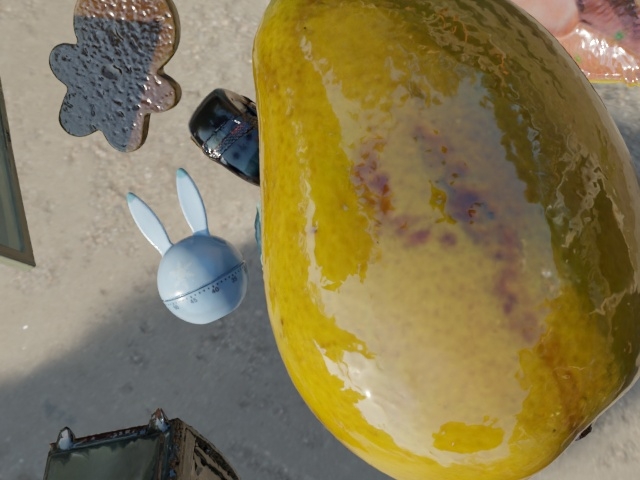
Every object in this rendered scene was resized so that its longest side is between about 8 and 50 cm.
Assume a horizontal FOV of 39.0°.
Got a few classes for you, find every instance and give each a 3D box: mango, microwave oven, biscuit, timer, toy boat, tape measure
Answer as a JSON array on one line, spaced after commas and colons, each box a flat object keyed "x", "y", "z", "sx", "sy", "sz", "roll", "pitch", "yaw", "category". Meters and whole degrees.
[{"x": 0.079, "y": -0.019, "z": 0.615, "sx": 0.264, "sy": 0.221, "sz": 0.378, "roll": -20, "pitch": 82, "yaw": 1, "category": "mango"}, {"x": -0.185, "y": 0.330, "z": 0.936, "sx": 0.188, "sy": 0.247, "sz": 0.178, "roll": -14, "pitch": 138, "yaw": 17, "category": "microwave oven"}, {"x": -0.262, "y": -0.233, "z": 1.176, "sx": 0.180, "sy": 0.039, "sz": 0.236, "roll": 21, "pitch": 115, "yaw": -1, "category": "biscuit"}, {"x": -0.220, "y": 0.022, "z": 1.584, "sx": 0.175, "sy": 0.175, "sz": 0.255, "roll": -23, "pitch": 75, "yaw": 13, "category": "timer"}, {"x": 0.270, "y": -0.257, "z": 1.004, "sx": 0.099, "sy": 0.318, "sz": 0.141, "roll": 8, "pitch": 118, "yaw": -28, "category": "toy boat"}, {"x": -0.141, "y": -0.192, "z": 1.673, "sx": 0.202, "sy": 0.223, "sz": 0.135, "roll": 38, "pitch": 100, "yaw": -2, "category": "tape measure"}]

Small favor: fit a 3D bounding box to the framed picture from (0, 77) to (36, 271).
[{"x": -0.496, "y": -0.135, "z": 1.181, "sx": 0.022, "sy": 0.247, "sz": 0.335, "roll": -30, "pitch": 61, "yaw": 19, "category": "framed picture"}]

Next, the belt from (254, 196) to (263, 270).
[{"x": 0.000, "y": 0.000, "z": 1.518, "sx": 0.207, "sy": 0.150, "sz": 0.257, "roll": -36, "pitch": 61, "yaw": 37, "category": "belt"}]
